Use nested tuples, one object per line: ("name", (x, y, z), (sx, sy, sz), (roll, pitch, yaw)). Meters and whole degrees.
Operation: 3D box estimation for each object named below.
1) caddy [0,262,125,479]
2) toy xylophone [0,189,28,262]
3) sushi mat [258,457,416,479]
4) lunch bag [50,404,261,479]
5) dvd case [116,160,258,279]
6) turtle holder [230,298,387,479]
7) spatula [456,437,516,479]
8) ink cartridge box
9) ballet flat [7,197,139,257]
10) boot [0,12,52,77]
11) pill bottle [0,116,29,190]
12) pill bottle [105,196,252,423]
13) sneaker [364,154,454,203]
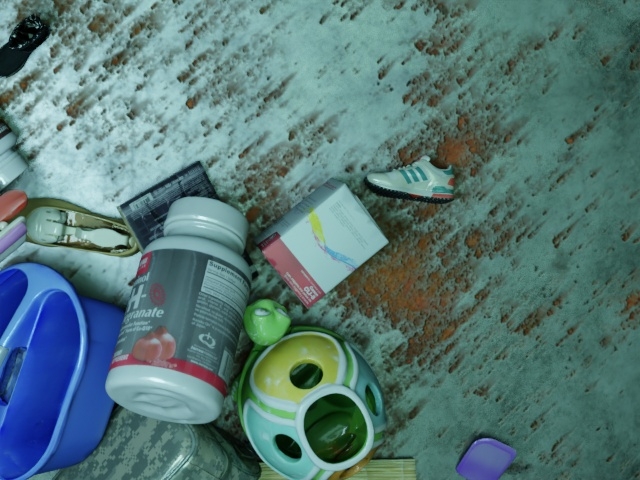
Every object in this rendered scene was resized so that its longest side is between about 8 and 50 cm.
("caddy", (-0.448, 0.203, 1.618), (0.241, 0.179, 0.342), (21, 94, 27))
("toy xylophone", (-0.587, -0.011, 1.531), (0.322, 0.236, 0.081), (17, 137, 17))
("sushi mat", (0.017, 0.460, 1.864), (0.316, 0.019, 0.152), (1, 97, -11))
("lunch bag", (-0.262, 0.419, 1.713), (0.305, 0.212, 0.256), (-49, 134, -1))
("dvd case", (-0.214, 0.003, 1.726), (0.164, 0.018, 0.221), (-34, 103, -29))
("turtle holder", (-0.009, 0.244, 1.714), (0.243, 0.227, 0.321), (-3, 97, -15))
("spatula", (0.250, 0.489, 1.903), (0.084, 0.030, 0.297), (28, 93, -11))
("ink cartridge box", (0.000, 0.000, 1.739), (0.176, 0.128, 0.127), (-39, 103, -2))
("ballet flat", (-0.398, -0.021, 1.696), (0.232, 0.073, 0.080), (8, 94, -11))
("boot", (-0.466, -0.301, 1.630), (0.121, 0.099, 0.045), (-43, 101, -2))
("pill bottle", (-0.553, -0.170, 1.625), (0.117, 0.117, 0.215), (-40, 103, -2))
("pill bottle", (-0.202, 0.101, 1.596), (0.176, 0.176, 0.319), (17, 62, -12))
("sneaker", (0.154, -0.110, 1.795), (0.161, 0.057, 0.075), (9, 80, -10))
